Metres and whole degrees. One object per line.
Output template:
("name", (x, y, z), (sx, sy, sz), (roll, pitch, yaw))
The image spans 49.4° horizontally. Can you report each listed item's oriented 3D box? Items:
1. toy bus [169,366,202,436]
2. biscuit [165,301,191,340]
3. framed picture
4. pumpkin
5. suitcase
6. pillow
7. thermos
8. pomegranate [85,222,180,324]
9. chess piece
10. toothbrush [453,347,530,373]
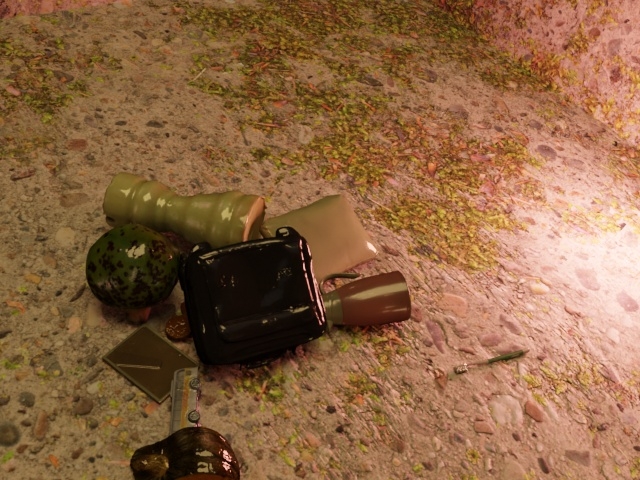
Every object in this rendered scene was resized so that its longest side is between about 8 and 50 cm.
("toy bus", (-0.324, 0.400, 1.674), (0.075, 0.064, 0.190), (-2, 50, -7))
("biscuit", (-0.328, 0.214, 1.890), (0.205, 0.031, 0.138), (-25, 55, -33))
("framed picture", (-0.431, 0.312, 1.777), (0.203, 0.015, 0.150), (32, 47, 18))
("pumpkin", (-0.301, 0.490, 1.545), (0.248, 0.126, 0.131), (3, 42, -10))
("suitcase", (-0.176, 0.155, 1.809), (0.345, 0.188, 0.339), (-11, 86, -26))
("pillow", (0.000, 0.000, 2.093), (0.322, 0.120, 0.255), (-23, 76, -36))
("thermos", (0.105, 0.166, 1.965), (0.265, 0.146, 0.176), (-8, 58, -11))
("pomegranate", (-0.496, 0.087, 1.850), (0.254, 0.271, 0.254), (3, 9, 0))
("chess piece", (-0.401, -0.071, 2.046), (0.442, 0.234, 0.234), (13, 43, 8))
("toothbrush", (0.487, 0.337, 1.962), (0.257, 0.018, 0.024), (-10, 51, -23))
